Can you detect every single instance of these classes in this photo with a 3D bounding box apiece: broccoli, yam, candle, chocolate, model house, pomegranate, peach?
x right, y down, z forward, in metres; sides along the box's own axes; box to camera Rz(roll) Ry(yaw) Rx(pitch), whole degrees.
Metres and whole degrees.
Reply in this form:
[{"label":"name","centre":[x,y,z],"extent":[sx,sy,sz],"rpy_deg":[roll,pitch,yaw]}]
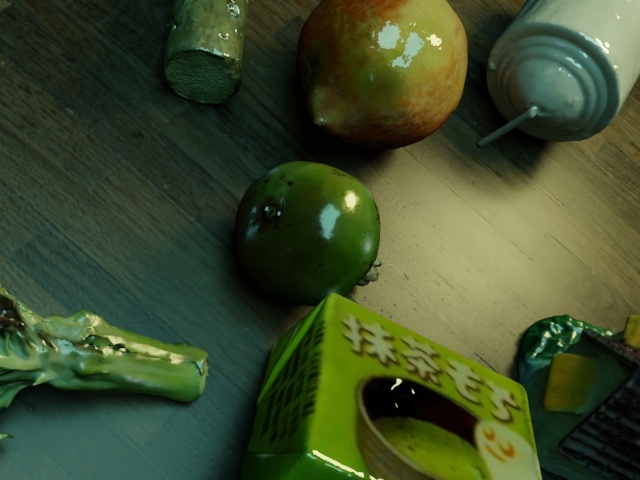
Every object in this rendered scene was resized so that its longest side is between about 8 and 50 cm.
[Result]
[{"label":"broccoli","centre":[-0.252,0.115,0.771],"extent":[0.304,0.165,0.145],"rpy_deg":[16,28,-30]},{"label":"yam","centre":[-0.148,-0.291,1.013],"extent":[0.107,0.107,0.194],"rpy_deg":[11,62,-18]},{"label":"candle","centre":[0.386,-0.285,1.164],"extent":[0.221,0.221,0.342],"rpy_deg":[38,58,-2]},{"label":"chocolate","centre":[0.083,0.218,0.783],"extent":[0.300,0.137,0.289],"rpy_deg":[28,29,-10]},{"label":"model house","centre":[0.422,0.193,0.933],"extent":[0.280,0.249,0.230],"rpy_deg":[26,58,-9]},{"label":"pomegranate","centre":[0.000,0.000,0.915],"extent":[0.209,0.180,0.180],"rpy_deg":[27,53,-46]},{"label":"peach","centre":[0.071,-0.221,1.006],"extent":[0.232,0.232,0.257],"rpy_deg":[43,68,1]}]
